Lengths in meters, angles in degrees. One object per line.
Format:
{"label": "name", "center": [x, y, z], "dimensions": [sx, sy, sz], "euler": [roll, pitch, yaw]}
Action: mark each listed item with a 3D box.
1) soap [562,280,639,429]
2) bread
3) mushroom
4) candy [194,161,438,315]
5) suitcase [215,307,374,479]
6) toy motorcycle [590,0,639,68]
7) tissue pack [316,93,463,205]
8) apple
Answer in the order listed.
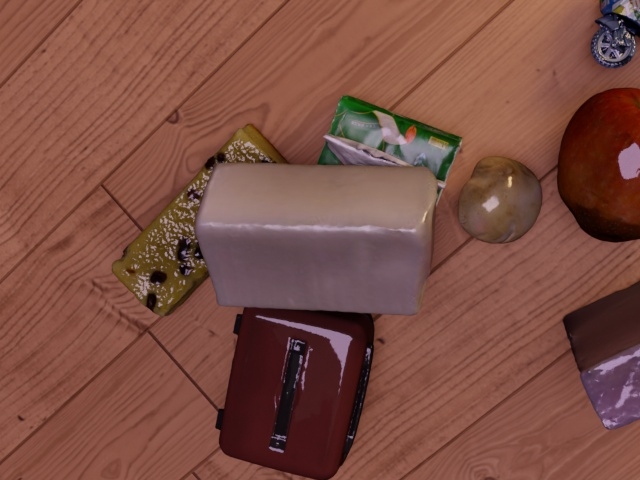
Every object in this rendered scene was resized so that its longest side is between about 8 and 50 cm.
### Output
{"label": "soap", "center": [0.514, 0.131, 1.340], "dimensions": [0.285, 0.296, 0.107], "euler": [-28, 96, 16]}
{"label": "bread", "center": [-0.202, -0.026, 1.555], "dimensions": [0.138, 0.077, 0.361], "euler": [45, 104, 1]}
{"label": "mushroom", "center": [0.283, -0.063, 1.440], "dimensions": [0.148, 0.112, 0.148], "euler": [-9, 114, -22]}
{"label": "candy", "center": [-0.001, -0.001, 1.393], "dimensions": [0.358, 0.145, 0.208], "euler": [3, 132, 11]}
{"label": "suitcase", "center": [-0.039, 0.237, 1.529], "dimensions": [0.236, 0.161, 0.297], "euler": [12, 101, 7]}
{"label": "toy motorcycle", "center": [0.512, -0.363, 1.360], "dimensions": [0.254, 0.092, 0.136], "euler": [-25, 85, 5]}
{"label": "tissue pack", "center": [0.103, -0.127, 1.442], "dimensions": [0.209, 0.156, 0.148], "euler": [22, 105, 5]}
{"label": "apple", "center": [0.456, -0.106, 1.350], "dimensions": [0.229, 0.230, 0.230], "euler": [2, 100, 10]}
